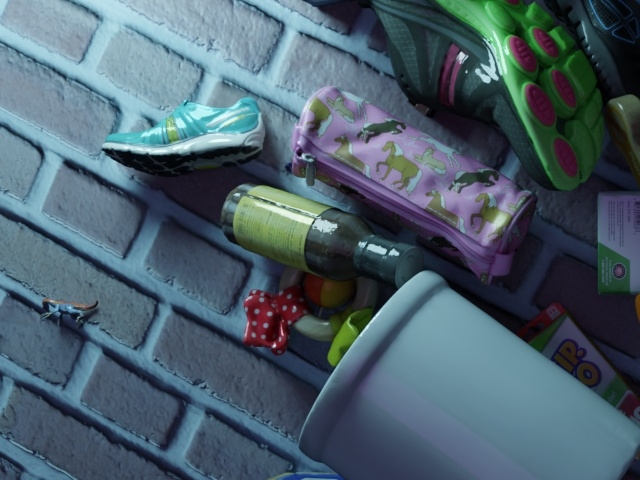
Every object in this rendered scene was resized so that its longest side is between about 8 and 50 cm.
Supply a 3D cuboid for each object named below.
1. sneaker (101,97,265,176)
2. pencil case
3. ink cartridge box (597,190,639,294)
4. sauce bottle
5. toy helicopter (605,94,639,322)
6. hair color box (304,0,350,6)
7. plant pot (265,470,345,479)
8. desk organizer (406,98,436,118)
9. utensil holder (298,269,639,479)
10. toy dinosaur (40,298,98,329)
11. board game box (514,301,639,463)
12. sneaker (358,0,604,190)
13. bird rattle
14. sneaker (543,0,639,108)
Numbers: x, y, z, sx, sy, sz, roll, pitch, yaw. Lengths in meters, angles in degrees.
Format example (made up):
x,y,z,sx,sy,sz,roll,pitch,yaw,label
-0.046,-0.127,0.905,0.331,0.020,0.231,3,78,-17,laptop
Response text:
x,y,z,sx,sy,sz,roll,pitch,yaw,label
-0.222,-0.171,1.990,0.275,0.107,0.110,-6,71,12,sneaker
0.138,-0.085,1.830,0.386,0.160,0.167,29,77,12,pencil case
0.511,0.002,1.768,0.208,0.087,0.153,1,93,16,ink cartridge box
0.000,0.000,1.848,0.344,0.111,0.111,20,98,39,sauce bottle
0.468,-0.040,1.620,0.140,0.235,0.355,-20,75,-5,toy helicopter
-0.010,-0.560,1.851,0.113,0.185,0.375,-6,90,18,hair color box
-0.002,0.470,1.867,0.235,0.236,0.212,-1,86,18,plant pot
0.180,-0.258,1.879,0.050,0.047,0.130,34,101,15,desk organizer
0.217,0.283,1.734,0.385,0.327,0.328,36,101,14,utensil holder
-0.438,0.118,2.091,0.082,0.047,0.090,40,69,20,toy dinosaur
0.394,0.227,1.840,0.124,0.039,0.259,-42,78,14,board game box
0.227,-0.254,1.754,0.483,0.185,0.202,56,139,21,sneaker
0.002,0.098,1.929,0.253,0.143,0.207,14,81,32,bird rattle
0.435,-0.300,1.762,0.139,0.125,0.341,-27,88,6,sneaker
